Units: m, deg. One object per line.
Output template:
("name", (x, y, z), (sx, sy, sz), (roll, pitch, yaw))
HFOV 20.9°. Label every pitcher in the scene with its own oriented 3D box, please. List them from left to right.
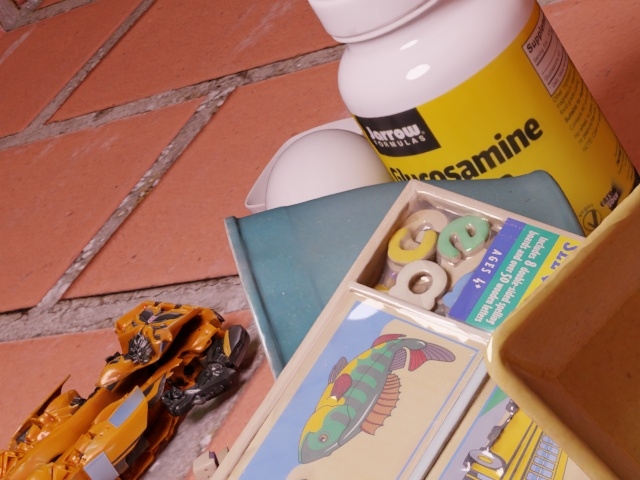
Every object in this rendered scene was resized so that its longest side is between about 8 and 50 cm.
("pitcher", (0.000, 0.000, 1.562), (0.178, 0.125, 0.207), (-51, 20, 19))

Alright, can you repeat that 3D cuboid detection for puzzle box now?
("puzzle box", (0.068, 0.166, 1.096), (0.272, 0.052, 0.409), (21, 67, 33))

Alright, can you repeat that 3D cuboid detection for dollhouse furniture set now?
("dollhouse furniture set", (-0.061, 0.196, 1.516), (0.081, 0.091, 0.114), (-17, 23, 2))

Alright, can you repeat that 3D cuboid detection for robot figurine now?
("robot figurine", (-0.202, 0.163, 1.735), (0.211, 0.085, 0.291), (2, 43, 52))

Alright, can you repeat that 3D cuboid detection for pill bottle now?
("pill bottle", (0.134, -0.115, 1.509), (0.188, 0.334, 0.188), (-29, 25, 15))

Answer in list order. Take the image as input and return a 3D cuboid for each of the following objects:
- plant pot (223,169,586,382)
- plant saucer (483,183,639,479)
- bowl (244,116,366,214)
("plant pot", (0.088, 0.070, 1.352), (0.255, 0.272, 0.272), (-19, 24, -2))
("plant saucer", (0.304, 0.082, 1.020), (0.333, 0.333, 0.081), (-43, -3, -18))
("bowl", (-0.004, -0.071, 1.950), (0.142, 0.053, 0.142), (-13, 32, 38))
